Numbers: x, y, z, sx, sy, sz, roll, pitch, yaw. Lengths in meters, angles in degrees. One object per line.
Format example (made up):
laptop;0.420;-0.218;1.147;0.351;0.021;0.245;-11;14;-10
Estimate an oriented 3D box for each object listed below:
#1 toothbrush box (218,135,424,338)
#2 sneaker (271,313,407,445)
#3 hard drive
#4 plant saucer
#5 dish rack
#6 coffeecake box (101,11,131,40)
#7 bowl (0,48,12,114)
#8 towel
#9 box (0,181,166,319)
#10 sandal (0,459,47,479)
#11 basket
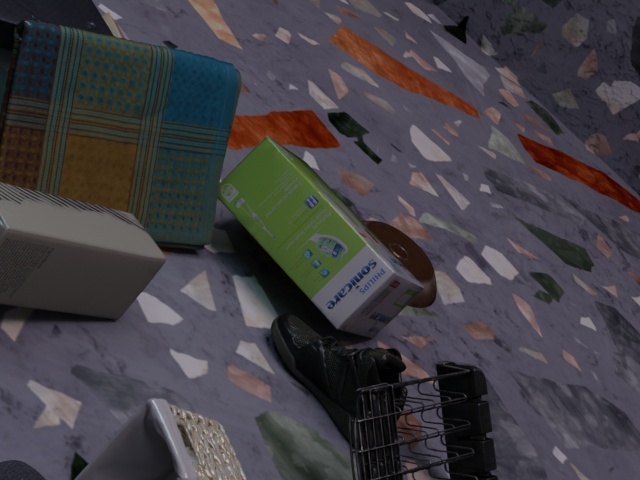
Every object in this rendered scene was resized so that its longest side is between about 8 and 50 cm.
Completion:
toothbrush box;0.000;0.000;2.016;0.283;0.122;0.206;49;7;17
sneaker;0.034;0.161;1.856;0.227;0.130;0.087;48;25;24
hard drive;-0.397;-0.307;1.766;0.254;0.054;0.172;8;39;-46
plant saucer;0.124;0.029;2.294;0.198;0.036;0.199;30;28;-18
dish rack;0.126;0.270;1.764;0.271;0.074;0.208;-4;86;-45
coffeecake box;-0.281;-0.230;2.063;0.185;0.068;0.142;53;7;-50
bowl;-0.405;-0.213;1.855;0.311;0.163;0.311;29;26;-16
towel;-0.269;-0.132;1.815;0.040;0.272;0.370;17;8;43
box;-0.319;0.014;1.612;0.094;0.113;0.275;50;18;28
sandal;-0.273;0.326;1.285;0.097;0.054;0.255;0;54;-42
basket;-0.166;0.259;1.396;0.103;0.167;0.113;21;31;-45
